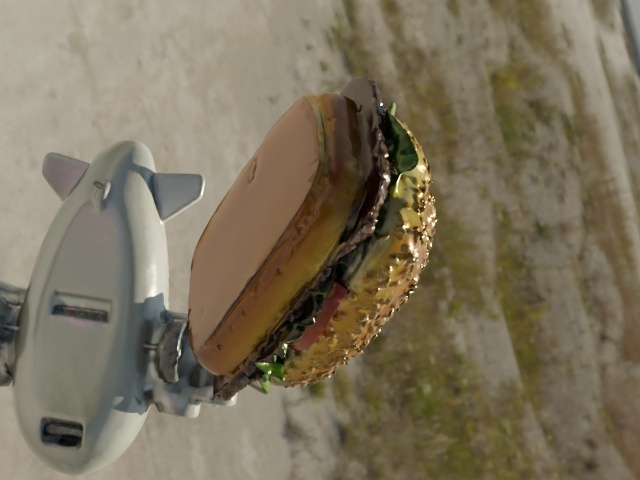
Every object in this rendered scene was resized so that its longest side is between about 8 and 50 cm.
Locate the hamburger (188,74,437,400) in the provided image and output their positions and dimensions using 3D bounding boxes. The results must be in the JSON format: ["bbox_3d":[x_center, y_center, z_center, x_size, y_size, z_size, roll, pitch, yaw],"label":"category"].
[{"bbox_3d":[0.000,0.000,0.609,0.087,0.166,0.137,23,38,-22],"label":"hamburger"}]

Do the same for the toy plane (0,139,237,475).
[{"bbox_3d":[-0.162,0.047,0.885,0.118,0.252,0.252,63,14,-79],"label":"toy plane"}]
